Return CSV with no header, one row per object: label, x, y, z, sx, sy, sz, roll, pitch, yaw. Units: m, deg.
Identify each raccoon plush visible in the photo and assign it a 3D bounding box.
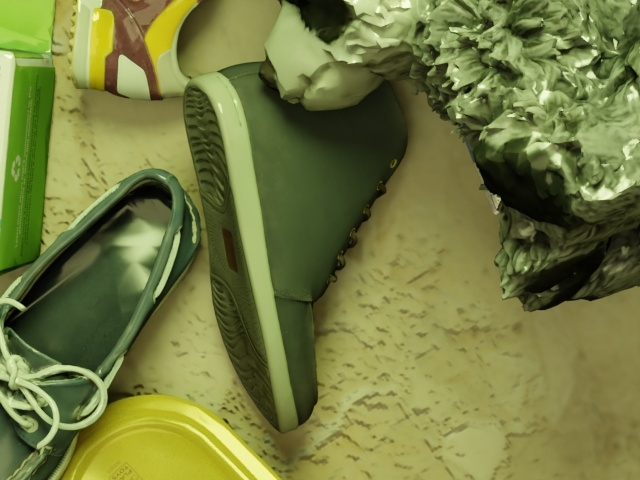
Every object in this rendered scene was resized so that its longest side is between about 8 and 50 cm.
raccoon plush,0.182,-0.163,0.990,0.446,0.216,0.299,-24,71,-6

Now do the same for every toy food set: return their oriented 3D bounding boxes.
toy food set,-0.093,0.165,1.108,0.128,0.071,0.218,-42,72,-11

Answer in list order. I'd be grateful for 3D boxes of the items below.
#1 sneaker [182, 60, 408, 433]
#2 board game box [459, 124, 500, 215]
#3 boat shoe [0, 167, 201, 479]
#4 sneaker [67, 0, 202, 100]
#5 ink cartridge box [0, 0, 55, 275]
sneaker,0.000,0.000,1.082,0.118,0.083,0.222,-16,113,-21
board game box,0.127,-0.072,1.090,0.090,0.020,0.090,-21,93,9
boat shoe,-0.156,0.067,1.067,0.095,0.079,0.254,39,79,9
sneaker,-0.096,-0.174,1.086,0.084,0.069,0.185,7,102,-3
ink cartridge box,-0.256,-0.117,1.089,0.189,0.097,0.255,6,97,6
